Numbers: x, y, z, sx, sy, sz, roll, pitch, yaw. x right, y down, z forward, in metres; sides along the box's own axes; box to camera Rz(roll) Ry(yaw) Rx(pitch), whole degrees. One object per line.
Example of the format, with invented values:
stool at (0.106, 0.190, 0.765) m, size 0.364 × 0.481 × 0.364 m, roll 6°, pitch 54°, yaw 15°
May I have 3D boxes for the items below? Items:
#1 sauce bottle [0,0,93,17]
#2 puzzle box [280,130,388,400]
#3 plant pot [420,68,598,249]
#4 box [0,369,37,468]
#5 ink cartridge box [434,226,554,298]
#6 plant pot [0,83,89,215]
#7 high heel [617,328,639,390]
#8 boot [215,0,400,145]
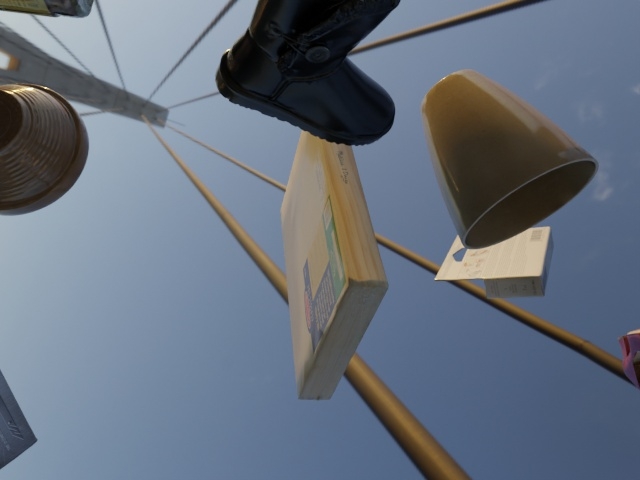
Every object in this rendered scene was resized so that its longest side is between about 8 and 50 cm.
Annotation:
sauce bottle at (-0.455, -0.337, 0.660) m, size 0.111 × 0.345 × 0.111 m, roll -175°, pitch -90°, yaw -82°
puzzle box at (0.000, 0.000, 0.867) m, size 0.272 × 0.052 × 0.408 m, roll 110°, pitch -21°, yaw -44°
plant pot at (0.300, -0.166, 1.016) m, size 0.256 × 0.257 × 0.274 m, roll -43°, pitch -118°, yaw 31°
box at (-0.367, 0.087, 0.516) m, size 0.183 × 0.056 × 0.230 m, roll 21°, pitch -50°, yaw 34°
ink cartridge box at (0.432, 0.053, 1.377) m, size 0.239 × 0.275 × 0.060 m, roll -6°, pitch -68°, yaw 29°
plant pot at (-0.515, -0.168, 0.913) m, size 0.109 × 0.238 × 0.237 m, roll 95°, pitch -8°, yaw -72°
high heel at (0.644, 0.232, 1.097) m, size 0.082 × 0.244 × 0.117 m, roll -13°, pitch -109°, yaw 4°
boot at (0.028, -0.203, 0.616) m, size 0.207 × 0.247 × 0.094 m, roll -32°, pitch -127°, yaw 55°
